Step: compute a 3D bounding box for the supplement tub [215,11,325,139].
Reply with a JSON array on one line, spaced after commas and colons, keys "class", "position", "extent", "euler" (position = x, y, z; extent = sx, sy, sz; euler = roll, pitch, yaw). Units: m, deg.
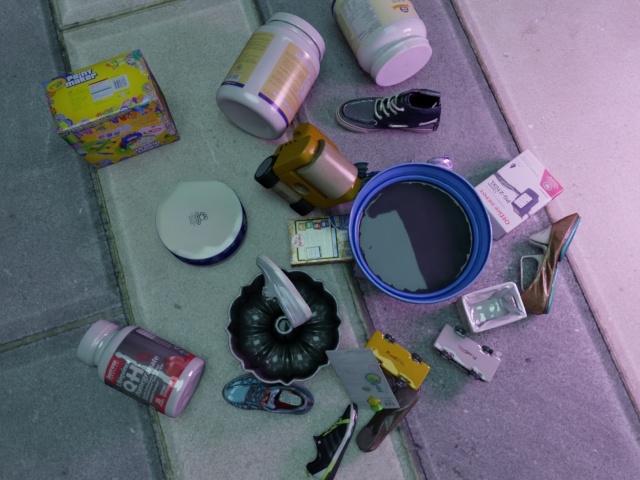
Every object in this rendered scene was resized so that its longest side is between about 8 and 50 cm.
[{"class": "supplement tub", "position": [-0.149, -0.511, 1.717], "extent": [0.241, 0.241, 0.331], "euler": [27, 77, 6]}]

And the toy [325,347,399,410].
[{"class": "toy", "position": [0.123, 0.371, 1.520], "extent": [0.137, 0.056, 0.237], "euler": [-10, 118, 27]}]

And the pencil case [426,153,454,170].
[{"class": "pencil case", "position": [0.364, -0.159, 1.717], "extent": [0.088, 0.086, 0.206], "euler": [16, 76, -21]}]

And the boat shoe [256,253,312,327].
[{"class": "boat shoe", "position": [-0.117, 0.140, 1.508], "extent": [0.081, 0.079, 0.227], "euler": [-37, 82, -13]}]

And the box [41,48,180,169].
[{"class": "box", "position": [-0.617, -0.384, 1.661], "extent": [0.290, 0.279, 0.177], "euler": [-21, 77, -6]}]

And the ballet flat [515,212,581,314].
[{"class": "ballet flat", "position": [0.675, 0.055, 1.662], "extent": [0.124, 0.116, 0.342], "euler": [19, 80, 24]}]

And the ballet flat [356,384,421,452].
[{"class": "ballet flat", "position": [0.198, 0.501, 1.562], "extent": [0.250, 0.058, 0.084], "euler": [-47, 42, -16]}]

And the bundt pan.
[{"class": "bundt pan", "position": [-0.102, 0.249, 1.585], "extent": [0.331, 0.124, 0.331], "euler": [0, 76, -1]}]

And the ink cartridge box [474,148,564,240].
[{"class": "ink cartridge box", "position": [0.592, -0.139, 1.701], "extent": [0.237, 0.100, 0.172], "euler": [-36, 78, -9]}]

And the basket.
[{"class": "basket", "position": [0.493, 0.200, 1.613], "extent": [0.167, 0.103, 0.113], "euler": [-16, 77, -4]}]

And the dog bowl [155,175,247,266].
[{"class": "dog bowl", "position": [-0.358, -0.057, 1.669], "extent": [0.265, 0.104, 0.265], "euler": [0, 76, 0]}]

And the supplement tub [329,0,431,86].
[{"class": "supplement tub", "position": [0.194, -0.689, 1.769], "extent": [0.235, 0.235, 0.325], "euler": [-24, 78, -6]}]

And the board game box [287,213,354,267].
[{"class": "board game box", "position": [0.000, 0.000, 1.688], "extent": [0.193, 0.045, 0.147], "euler": [-4, 76, -2]}]

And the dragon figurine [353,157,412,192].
[{"class": "dragon figurine", "position": [0.136, -0.183, 1.658], "extent": [0.144, 0.289, 0.085], "euler": [11, 75, -37]}]

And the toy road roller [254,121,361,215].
[{"class": "toy road roller", "position": [-0.020, -0.236, 1.612], "extent": [0.202, 0.329, 0.240], "euler": [37, 65, -27]}]

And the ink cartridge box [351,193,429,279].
[{"class": "ink cartridge box", "position": [0.203, 0.000, 1.626], "extent": [0.168, 0.171, 0.232], "euler": [15, 75, 3]}]

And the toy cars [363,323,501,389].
[{"class": "toy cars", "position": [0.313, 0.340, 1.588], "extent": [0.394, 0.087, 0.176], "euler": [-4, 69, -6]}]

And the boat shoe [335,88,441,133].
[{"class": "boat shoe", "position": [0.220, -0.423, 1.740], "extent": [0.340, 0.158, 0.127], "euler": [1, 76, -1]}]

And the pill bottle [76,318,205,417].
[{"class": "pill bottle", "position": [-0.499, 0.344, 1.530], "extent": [0.318, 0.176, 0.176], "euler": [25, 77, 6]}]

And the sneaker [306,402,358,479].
[{"class": "sneaker", "position": [0.028, 0.554, 1.528], "extent": [0.097, 0.084, 0.234], "euler": [24, 77, 7]}]

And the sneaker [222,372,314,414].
[{"class": "sneaker", "position": [-0.147, 0.428, 1.537], "extent": [0.262, 0.125, 0.104], "euler": [5, 75, 1]}]

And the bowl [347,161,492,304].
[{"class": "bowl", "position": [0.266, -0.019, 1.504], "extent": [0.391, 0.077, 0.391], "euler": [1, 77, -3]}]
